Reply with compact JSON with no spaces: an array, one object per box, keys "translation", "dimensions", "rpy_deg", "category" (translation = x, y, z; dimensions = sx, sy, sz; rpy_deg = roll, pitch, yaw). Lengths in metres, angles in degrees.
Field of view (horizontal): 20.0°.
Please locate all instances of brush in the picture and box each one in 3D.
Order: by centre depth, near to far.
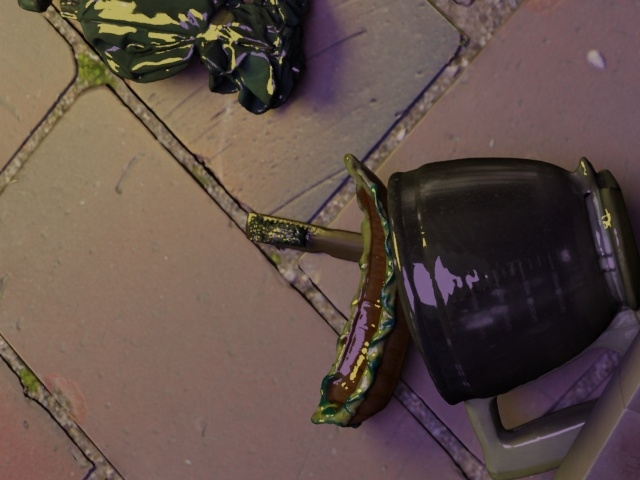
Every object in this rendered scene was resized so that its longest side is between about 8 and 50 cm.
[{"translation":[0.000,0.000,1.980],"dimensions":[0.190,0.027,0.034],"rpy_deg":[12,98,23],"category":"brush"}]

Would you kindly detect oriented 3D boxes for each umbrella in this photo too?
[{"translation":[-0.176,-0.244,2.017],"dimensions":[0.349,0.094,0.143],"rpy_deg":[14,78,18],"category":"umbrella"}]

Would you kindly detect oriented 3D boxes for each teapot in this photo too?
[{"translation":[0.207,0.064,1.779],"dimensions":[0.239,0.239,0.321],"rpy_deg":[-14,81,12],"category":"teapot"}]

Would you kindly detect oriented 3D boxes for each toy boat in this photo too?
[{"translation":[0.054,0.057,1.913],"dimensions":[0.099,0.108,0.293],"rpy_deg":[5,99,-15],"category":"toy boat"}]

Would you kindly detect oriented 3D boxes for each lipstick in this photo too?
[{"translation":[0.296,0.198,1.753],"dimensions":[0.076,0.080,0.371],"rpy_deg":[20,120,-7],"category":"lipstick"}]
